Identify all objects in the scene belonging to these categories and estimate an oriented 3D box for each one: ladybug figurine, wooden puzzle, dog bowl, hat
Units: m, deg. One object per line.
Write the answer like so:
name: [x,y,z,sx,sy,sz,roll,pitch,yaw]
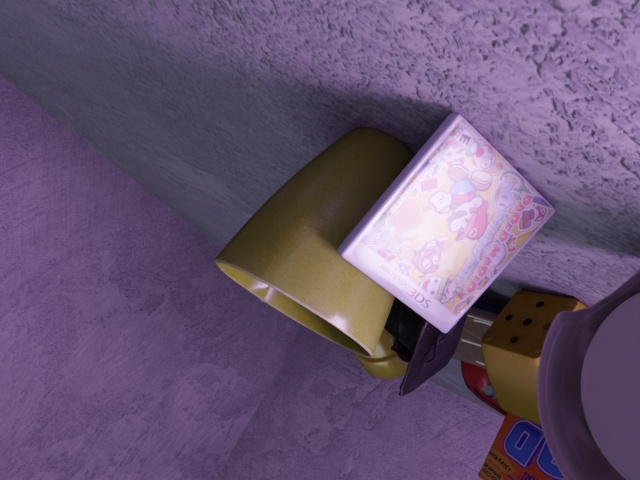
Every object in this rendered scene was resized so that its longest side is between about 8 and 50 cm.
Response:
ladybug figurine: [0.571,0.430,1.615,0.449,0.162,0.305,36,167,-19]
wooden puzzle: [0.341,0.210,1.371,0.322,0.081,0.348,16,154,24]
dog bowl: [0.421,0.168,0.599,0.102,0.349,0.348,24,173,-34]
hat: [0.178,0.107,0.951,0.134,0.331,0.331,28,167,25]

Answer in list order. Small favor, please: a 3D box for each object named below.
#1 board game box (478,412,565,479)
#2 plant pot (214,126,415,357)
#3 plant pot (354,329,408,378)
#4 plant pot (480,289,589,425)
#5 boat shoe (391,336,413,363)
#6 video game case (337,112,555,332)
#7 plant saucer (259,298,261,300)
board game box: [0.656,0.498,1.225,0.356,0.357,0.356,37,166,-25]
plant pot: [0.030,-0.017,0.857,0.274,0.294,0.275,29,167,8]
plant pot: [0.187,0.255,1.704,0.254,0.254,0.239,13,143,55]
plant pot: [0.435,0.216,1.053,0.187,0.212,0.212,50,161,-22]
boat shoe: [0.220,0.192,1.234,0.116,0.097,0.324,22,156,11]
video game case: [0.169,-0.014,0.724,0.206,0.227,0.026,37,-173,-23]
plant saucer: [0.059,0.042,1.164,0.400,0.101,0.400,-12,169,-2]
